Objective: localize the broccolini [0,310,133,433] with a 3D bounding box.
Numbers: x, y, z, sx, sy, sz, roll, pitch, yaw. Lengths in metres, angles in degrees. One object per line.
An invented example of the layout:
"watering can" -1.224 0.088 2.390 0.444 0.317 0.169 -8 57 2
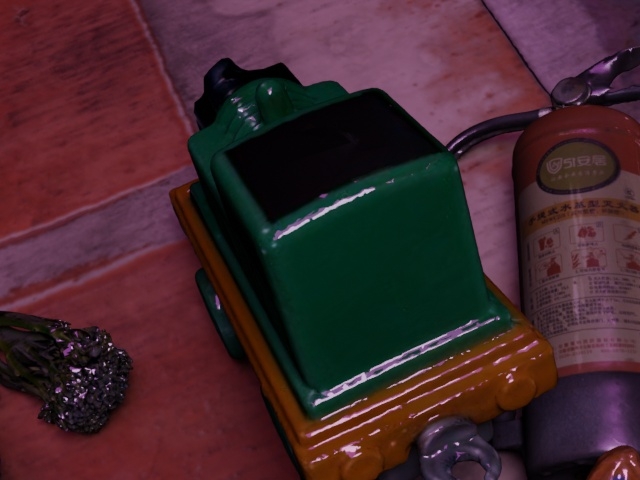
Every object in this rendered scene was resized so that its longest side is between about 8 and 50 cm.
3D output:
"broccolini" -0.235 0.087 0.814 0.202 0.091 0.068 25 20 32

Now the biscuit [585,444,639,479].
"biscuit" 0.172 0.230 0.640 0.280 0.043 0.183 -15 91 13

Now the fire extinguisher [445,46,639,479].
"fire extinguisher" 0.179 0.005 0.781 0.200 0.113 0.376 2 59 7

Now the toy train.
"toy train" 0.000 0.000 0.693 0.178 0.249 0.429 -24 36 -9
